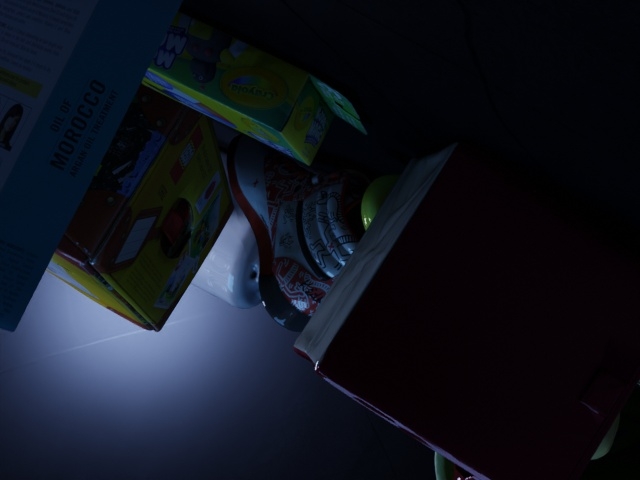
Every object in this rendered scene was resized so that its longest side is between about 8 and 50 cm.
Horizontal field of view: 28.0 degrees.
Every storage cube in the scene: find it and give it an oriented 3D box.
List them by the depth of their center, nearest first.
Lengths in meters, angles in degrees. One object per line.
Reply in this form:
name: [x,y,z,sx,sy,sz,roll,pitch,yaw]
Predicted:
storage cube: [0.113,0.061,0.935,0.193,0.215,0.183,34,177,-5]

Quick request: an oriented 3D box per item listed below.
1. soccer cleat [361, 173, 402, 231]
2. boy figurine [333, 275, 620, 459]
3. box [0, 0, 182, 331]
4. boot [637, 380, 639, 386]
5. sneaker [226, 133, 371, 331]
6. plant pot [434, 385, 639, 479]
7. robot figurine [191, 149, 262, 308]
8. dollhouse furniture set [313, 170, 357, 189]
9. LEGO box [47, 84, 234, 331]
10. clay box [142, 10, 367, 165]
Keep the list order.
soccer cleat: [0.116,0.019,1.168,0.121,0.093,0.289,4,164,44]
boy figurine: [0.130,0.114,1.154,0.285,0.092,0.177,18,175,31]
box: [-0.184,-0.075,0.804,0.100,0.244,0.060,25,177,39]
boot: [0.316,0.087,1.021,0.198,0.076,0.137,14,165,28]
sneaker: [-0.010,-0.045,1.355,0.090,0.145,0.270,28,-146,-39]
plant pot: [0.290,0.209,1.439,0.276,0.276,0.254,27,-159,9]
robot figurine: [-0.159,-0.030,1.908,0.353,0.199,0.300,26,162,21]
dollhouse furniture set: [0.000,0.000,1.443,0.123,0.144,0.151,28,-138,2]
LEGO box: [-0.304,-0.100,1.332,0.372,0.193,0.500,30,170,4]
clay box: [-0.077,-0.121,0.950,0.222,0.053,0.127,28,178,12]
